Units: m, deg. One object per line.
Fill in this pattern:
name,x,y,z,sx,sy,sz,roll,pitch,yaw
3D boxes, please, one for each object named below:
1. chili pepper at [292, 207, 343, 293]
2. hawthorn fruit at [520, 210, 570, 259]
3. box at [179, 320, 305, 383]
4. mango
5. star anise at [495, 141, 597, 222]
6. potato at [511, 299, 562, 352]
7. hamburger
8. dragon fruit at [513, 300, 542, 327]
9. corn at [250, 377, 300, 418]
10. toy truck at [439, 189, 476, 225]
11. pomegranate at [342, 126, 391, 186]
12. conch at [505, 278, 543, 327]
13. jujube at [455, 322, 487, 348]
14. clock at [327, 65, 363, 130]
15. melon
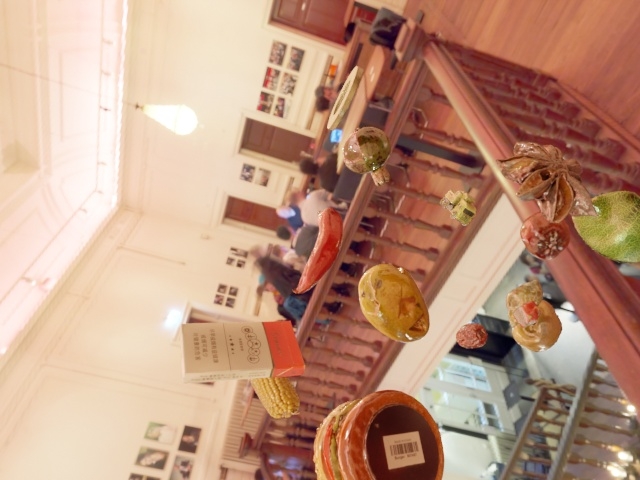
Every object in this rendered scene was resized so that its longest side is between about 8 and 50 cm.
chili pepper,0.005,0.002,1.461,0.137,0.092,0.368,-15,36,28
hawthorn fruit,0.805,-0.027,1.675,0.188,0.169,0.169,-84,13,-63
box,-0.164,0.227,0.965,0.139,0.245,0.035,-118,37,-50
mango,0.299,0.255,1.832,0.253,0.365,0.182,-49,21,-20
star anise,0.668,-0.177,1.337,0.108,0.315,0.315,118,164,-47
potato,0.836,0.330,1.758,0.202,0.182,0.117,-60,-13,2
hamburger,0.150,0.586,1.262,0.250,0.329,0.330,-44,30,53
dragon fruit,0.571,0.201,1.262,0.083,0.060,0.056,85,161,-59
corn,-0.159,0.385,1.328,0.310,0.101,0.101,49,135,29
toy truck,0.603,-0.156,1.999,0.116,0.085,0.191,-55,23,21
pomegranate,0.195,-0.326,1.807,0.202,0.248,0.202,-29,15,8
conch,0.742,0.216,1.676,0.106,0.173,0.116,54,163,24
jujube,0.704,0.450,2.172,0.176,0.109,0.112,130,154,-66
clock,0.086,-0.492,1.612,0.235,0.029,0.235,-157,90,-79
melon,0.892,-0.036,1.340,0.169,0.265,0.129,100,-164,-55
